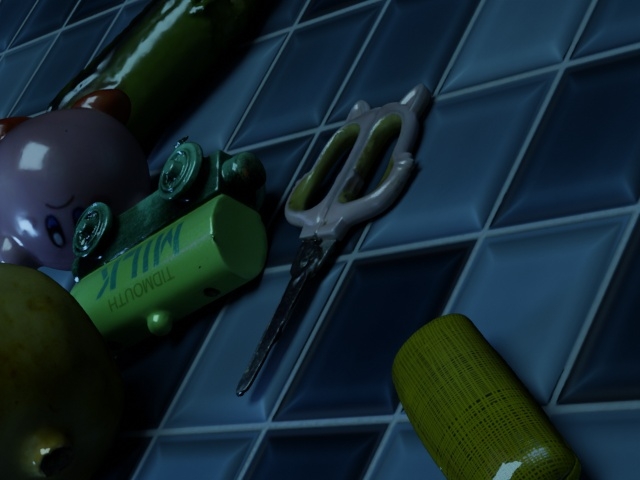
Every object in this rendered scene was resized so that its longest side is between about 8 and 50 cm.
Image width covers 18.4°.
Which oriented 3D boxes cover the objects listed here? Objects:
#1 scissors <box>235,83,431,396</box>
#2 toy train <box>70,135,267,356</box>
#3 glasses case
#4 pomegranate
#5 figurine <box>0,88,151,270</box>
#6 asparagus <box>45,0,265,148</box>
[{"bbox_3d":[0.000,0.000,1.678,0.160,0.024,0.318,-9,47,52],"label":"scissors"},{"bbox_3d":[-0.145,0.018,1.819,0.253,0.105,0.157,-29,47,37],"label":"toy train"},{"bbox_3d":[0.102,0.118,1.305,0.079,0.064,0.234,-41,25,3],"label":"glasses case"},{"bbox_3d":[-0.284,0.130,1.736,0.233,0.233,0.233,-38,28,24],"label":"pomegranate"},{"bbox_3d":[-0.254,-0.051,2.000,0.173,0.173,0.173,-38,28,24],"label":"figurine"},{"bbox_3d":[-0.162,-0.206,2.120,0.382,0.108,0.128,-46,10,8],"label":"asparagus"}]
